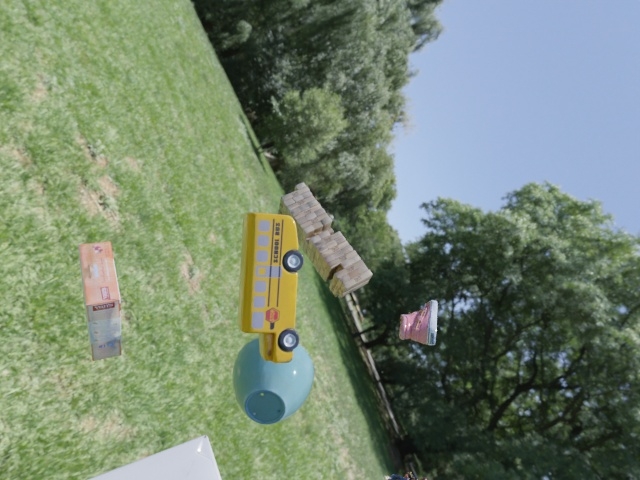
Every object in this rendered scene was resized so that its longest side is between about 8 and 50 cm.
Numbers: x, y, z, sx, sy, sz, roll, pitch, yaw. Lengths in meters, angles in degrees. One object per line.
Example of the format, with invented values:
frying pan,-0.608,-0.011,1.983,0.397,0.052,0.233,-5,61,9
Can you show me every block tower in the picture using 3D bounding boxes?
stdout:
block tower,0.000,0.000,1.208,0.336,0.097,0.091,55,-25,22

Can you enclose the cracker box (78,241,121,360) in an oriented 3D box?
cracker box,-0.479,0.136,0.956,0.156,0.067,0.232,63,-34,32

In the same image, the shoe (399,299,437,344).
shoe,0.227,0.182,1.016,0.178,0.081,0.064,-46,140,-69

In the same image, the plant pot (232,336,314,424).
plant pot,-0.170,0.497,1.474,0.195,0.290,0.291,-82,148,-72

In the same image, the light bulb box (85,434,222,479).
light bulb box,-0.372,0.548,0.746,0.361,0.357,0.225,-53,-125,42

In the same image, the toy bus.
toy bus,-0.118,0.107,1.012,0.108,0.130,0.333,-176,-91,-71

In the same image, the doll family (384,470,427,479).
doll family,0.230,0.666,1.155,0.193,0.111,0.076,-65,143,-74
